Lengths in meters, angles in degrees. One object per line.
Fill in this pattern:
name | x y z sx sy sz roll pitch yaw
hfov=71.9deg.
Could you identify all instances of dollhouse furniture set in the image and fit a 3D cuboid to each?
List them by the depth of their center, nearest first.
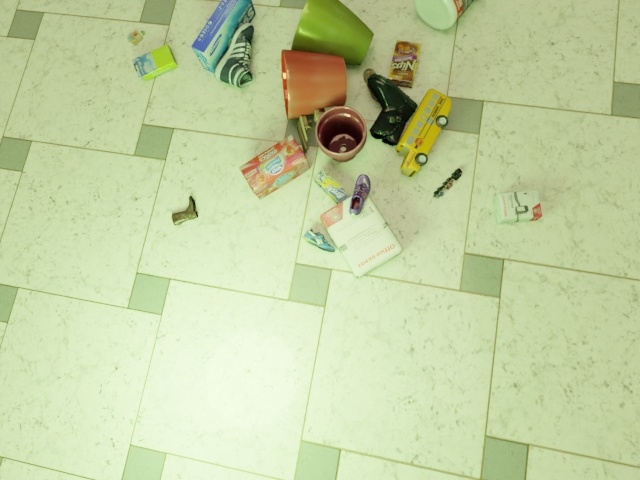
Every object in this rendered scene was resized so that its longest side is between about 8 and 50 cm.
dollhouse furniture set | -0.003 -0.454 1.817 0.151 0.144 0.123 -13 82 -12

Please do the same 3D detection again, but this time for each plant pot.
plant pot | 0.085 -0.404 1.765 0.201 0.180 0.201 -1 79 5
plant pot | -0.027 -0.637 1.794 0.243 0.275 0.275 -5 78 -6
plant pot | 0.063 -0.858 1.839 0.293 0.275 0.275 22 81 -7

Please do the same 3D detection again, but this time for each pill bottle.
pill bottle | 0.577 -1.088 1.840 0.210 0.210 0.363 39 85 11

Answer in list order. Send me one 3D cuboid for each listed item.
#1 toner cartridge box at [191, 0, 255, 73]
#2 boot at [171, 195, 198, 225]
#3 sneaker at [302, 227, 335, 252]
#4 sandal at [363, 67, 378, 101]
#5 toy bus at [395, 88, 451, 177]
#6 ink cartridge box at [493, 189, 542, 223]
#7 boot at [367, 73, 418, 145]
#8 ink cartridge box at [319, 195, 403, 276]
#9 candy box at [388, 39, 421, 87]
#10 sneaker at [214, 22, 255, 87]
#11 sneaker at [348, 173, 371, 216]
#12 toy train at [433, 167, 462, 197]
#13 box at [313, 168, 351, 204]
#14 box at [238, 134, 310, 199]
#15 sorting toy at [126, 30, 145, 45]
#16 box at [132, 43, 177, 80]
toner cartridge box | -0.416 -0.922 1.928 0.075 0.165 0.348 29 83 10
boot | -0.579 -0.125 1.850 0.114 0.037 0.106 -18 75 6
sneaker | 0.000 0.000 1.758 0.144 0.053 0.059 29 81 9
sandal | 0.235 -0.660 1.869 0.072 0.049 0.180 -26 77 0
toy bus | 0.406 -0.425 1.764 0.130 0.108 0.333 29 83 -1
ink cartridge box | 0.759 -0.129 1.703 0.150 0.063 0.109 -5 78 4
boot | 0.255 -0.526 1.794 0.246 0.094 0.207 34 81 -13
ink cartridge box | 0.157 -0.021 1.712 0.207 0.117 0.283 -30 77 -2
candy box | 0.356 -0.749 1.875 0.109 0.053 0.187 12 81 7
sneaker | -0.329 -0.798 1.926 0.153 0.099 0.282 30 90 15
sneaker | 0.149 -0.173 1.650 0.068 0.071 0.170 12 77 9
toy train | 0.511 -0.226 1.767 0.036 0.027 0.158 45 85 1
box | 0.050 -0.210 1.794 0.059 0.054 0.169 -43 79 -4
box | -0.183 -0.296 1.799 0.257 0.122 0.128 -32 78 -1
sorting toy | -0.854 -0.953 2.054 0.062 0.012 0.083 43 86 12
box | -0.750 -0.803 1.998 0.178 0.042 0.109 -24 77 1
